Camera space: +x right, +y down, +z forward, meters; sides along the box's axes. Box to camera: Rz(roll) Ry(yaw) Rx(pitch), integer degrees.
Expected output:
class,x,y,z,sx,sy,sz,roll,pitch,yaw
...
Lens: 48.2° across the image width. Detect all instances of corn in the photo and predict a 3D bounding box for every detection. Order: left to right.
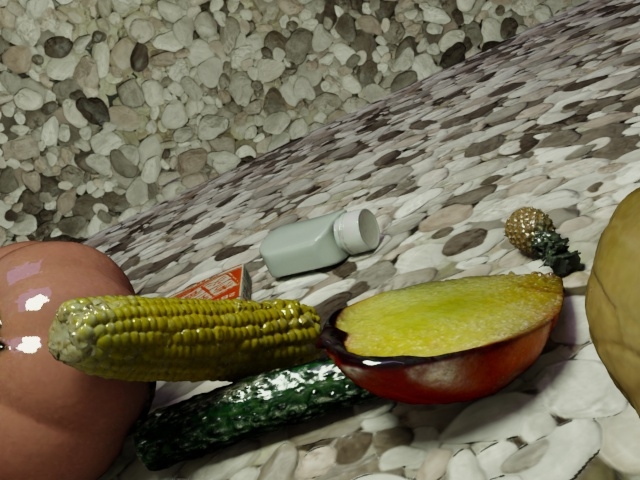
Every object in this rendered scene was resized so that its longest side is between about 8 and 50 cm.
class,x,y,z,sx,sy,sz,roll,pitch,yaw
corn,-0.117,0.100,0.731,0.097,0.097,0.320,-9,-13,43

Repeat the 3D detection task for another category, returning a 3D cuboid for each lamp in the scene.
class,x,y,z,sx,sy,sz,roll,pitch,yaw
lamp,-0.308,0.152,0.801,0.305,0.239,0.305,-18,58,33

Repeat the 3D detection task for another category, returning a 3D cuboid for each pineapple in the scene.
class,x,y,z,sx,sy,sz,roll,pitch,yaw
pineapple,0.253,0.007,0.801,0.058,0.058,0.124,-25,30,1

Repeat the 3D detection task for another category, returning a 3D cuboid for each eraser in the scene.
class,x,y,z,sx,sy,sz,roll,pitch,yaw
eraser,-0.185,0.112,1.109,0.157,0.038,0.230,-24,15,2

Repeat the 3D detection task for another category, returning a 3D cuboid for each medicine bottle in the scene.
class,x,y,z,sx,sy,sz,roll,pitch,yaw
medicine bottle,0.000,0.000,1.132,0.183,0.069,0.119,-15,18,33

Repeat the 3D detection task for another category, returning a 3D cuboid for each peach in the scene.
class,x,y,z,sx,sy,sz,roll,pitch,yaw
peach,0.123,0.087,0.662,0.279,0.068,0.189,-12,18,-28

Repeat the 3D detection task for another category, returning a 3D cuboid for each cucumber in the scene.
class,x,y,z,sx,sy,sz,roll,pitch,yaw
cucumber,-0.047,0.160,0.713,0.293,0.067,0.067,-21,17,12

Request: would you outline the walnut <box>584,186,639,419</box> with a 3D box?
class,x,y,z,sx,sy,sz,roll,pitch,yaw
walnut,0.270,0.036,0.408,0.228,0.228,0.228,-23,16,7
